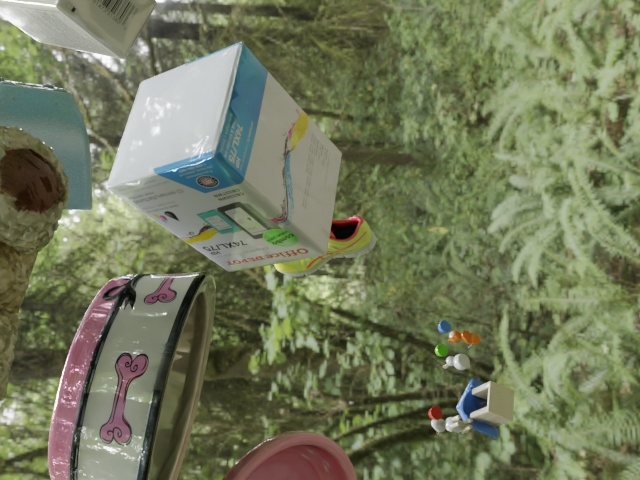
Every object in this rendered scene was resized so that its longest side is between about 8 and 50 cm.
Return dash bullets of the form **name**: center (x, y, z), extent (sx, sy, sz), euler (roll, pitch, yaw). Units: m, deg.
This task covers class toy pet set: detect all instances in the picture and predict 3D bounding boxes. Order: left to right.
- **toy pet set**: center (0.167, 0.177, 0.771), extent (0.065, 0.114, 0.122), euler (-48, 22, 54)

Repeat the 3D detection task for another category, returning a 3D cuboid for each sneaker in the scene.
- **sneaker**: center (0.000, 0.000, 1.254), extent (0.094, 0.209, 0.081), euler (71, 178, -57)

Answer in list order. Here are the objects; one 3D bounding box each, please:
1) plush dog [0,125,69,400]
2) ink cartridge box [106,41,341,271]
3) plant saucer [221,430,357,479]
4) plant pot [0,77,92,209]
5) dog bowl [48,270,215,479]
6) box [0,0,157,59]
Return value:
- **plush dog**: center (-0.363, 0.005, 0.544), extent (0.211, 0.226, 0.262), euler (22, 94, 60)
- **ink cartridge box**: center (-0.126, -0.106, 0.962), extent (0.270, 0.198, 0.197), euler (41, -133, -45)
- **plant saucer**: center (-0.075, 0.482, 1.094), extent (0.084, 0.332, 0.331), euler (4, 92, 47)
- **plant pot**: center (-0.648, -0.219, 1.424), extent (0.248, 0.247, 0.252), euler (26, 111, 51)
- **dog bowl**: center (-0.285, 0.234, 1.026), extent (0.408, 0.151, 0.407), euler (-169, 90, -88)
- **box**: center (-0.447, -0.419, 1.130), extent (0.148, 0.311, 0.121), euler (36, -101, -52)
